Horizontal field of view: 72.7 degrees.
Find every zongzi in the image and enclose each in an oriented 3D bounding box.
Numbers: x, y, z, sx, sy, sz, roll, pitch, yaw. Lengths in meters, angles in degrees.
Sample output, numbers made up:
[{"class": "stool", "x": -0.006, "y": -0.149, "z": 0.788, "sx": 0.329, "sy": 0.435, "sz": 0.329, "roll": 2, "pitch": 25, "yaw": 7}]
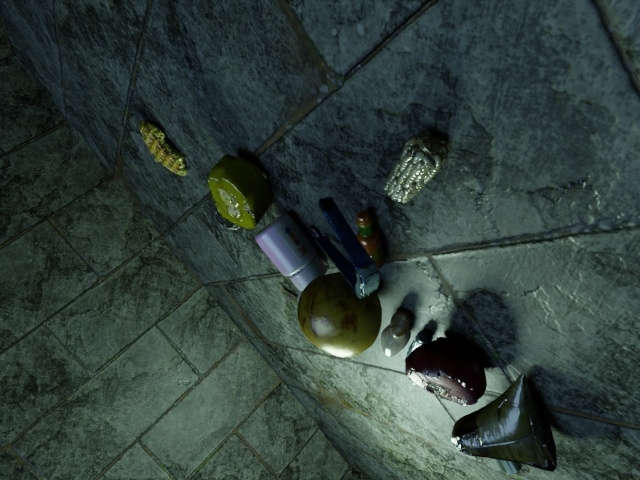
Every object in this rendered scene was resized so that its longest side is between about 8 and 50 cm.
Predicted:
[{"class": "zongzi", "x": 0.488, "y": 0.487, "z": 1.228, "sx": 0.286, "sy": 0.138, "sz": 0.300, "roll": -10, "pitch": 112, "yaw": 38}]

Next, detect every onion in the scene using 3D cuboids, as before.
[{"class": "onion", "x": 0.369, "y": 0.383, "z": 1.269, "sx": 0.248, "sy": 0.161, "sz": 0.248, "roll": 37, "pitch": 162, "yaw": 14}]

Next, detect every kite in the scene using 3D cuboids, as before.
[{"class": "kite", "x": -0.058, "y": 0.315, "z": 1.987, "sx": 0.321, "sy": 0.016, "sz": 0.234, "roll": 25, "pitch": 148, "yaw": 39}]

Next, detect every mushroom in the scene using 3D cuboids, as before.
[{"class": "mushroom", "x": 0.246, "y": 0.308, "z": 1.419, "sx": 0.088, "sy": 0.097, "sz": 0.213, "roll": 48, "pitch": 156, "yaw": 25}]

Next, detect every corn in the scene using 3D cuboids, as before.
[{"class": "corn", "x": 0.188, "y": -0.140, "z": 0.909, "sx": 0.087, "sy": 0.087, "sz": 0.211, "roll": 43, "pitch": 152, "yaw": 9}]

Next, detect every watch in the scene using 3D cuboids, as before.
[{"class": "watch", "x": 0.065, "y": 0.047, "z": 1.257, "sx": 0.275, "sy": 0.068, "sz": 0.276, "roll": 56, "pitch": 166, "yaw": 19}]

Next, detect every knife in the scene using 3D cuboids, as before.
[{"class": "knife", "x": 0.000, "y": 0.000, "z": 1.459, "sx": 0.031, "sy": 0.018, "sz": 0.121, "roll": -9, "pitch": 120, "yaw": 52}]

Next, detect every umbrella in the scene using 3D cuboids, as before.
[{"class": "umbrella", "x": 0.317, "y": 0.362, "z": 1.434, "sx": 0.052, "sy": 0.053, "sz": 0.250, "roll": 37, "pitch": 151, "yaw": 19}]

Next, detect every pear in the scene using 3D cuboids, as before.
[{"class": "pear", "x": 0.066, "y": 0.237, "z": 1.400, "sx": 0.280, "sy": 0.280, "sz": 0.281, "roll": 36, "pitch": 151, "yaw": 23}]

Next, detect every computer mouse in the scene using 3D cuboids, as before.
[{"class": "computer mouse", "x": -0.372, "y": -0.113, "z": 1.819, "sx": 0.192, "sy": 0.062, "sz": 0.106, "roll": -13, "pitch": 114, "yaw": 47}]

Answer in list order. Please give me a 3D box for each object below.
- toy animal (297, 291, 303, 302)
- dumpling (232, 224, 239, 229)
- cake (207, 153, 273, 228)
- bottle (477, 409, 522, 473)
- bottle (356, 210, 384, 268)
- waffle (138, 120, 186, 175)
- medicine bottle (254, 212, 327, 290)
[{"class": "toy animal", "x": -0.002, "y": 0.237, "z": 1.731, "sx": 0.103, "sy": 0.131, "sz": 0.221, "roll": -5, "pitch": 159, "yaw": 20}, {"class": "dumpling", "x": -0.387, "y": -0.075, "z": 1.897, "sx": 0.077, "sy": 0.059, "sz": 0.043, "roll": 45, "pitch": 163, "yaw": 2}, {"class": "cake", "x": -0.269, "y": -0.166, "z": 1.490, "sx": 0.179, "sy": 0.156, "sz": 0.261, "roll": 22, "pitch": 152, "yaw": 14}, {"class": "bottle", "x": 0.574, "y": 0.649, "z": 1.413, "sx": 0.254, "sy": 0.079, "sz": 0.096, "roll": 58, "pitch": 165, "yaw": -22}, {"class": "bottle", "x": 0.132, "y": -0.001, "z": 1.200, "sx": 0.069, "sy": 0.069, "sz": 0.187, "roll": 24, "pitch": 147, "yaw": 39}, {"class": "waffle", "x": -0.701, "y": -0.407, "z": 1.927, "sx": 0.291, "sy": 0.051, "sz": 0.291, "roll": 37, "pitch": 155, "yaw": 21}, {"class": "medicine bottle", "x": -0.099, "y": 0.042, "z": 1.519, "sx": 0.255, "sy": 0.152, "sz": 0.152, "roll": 53, "pitch": 153, "yaw": -11}]
